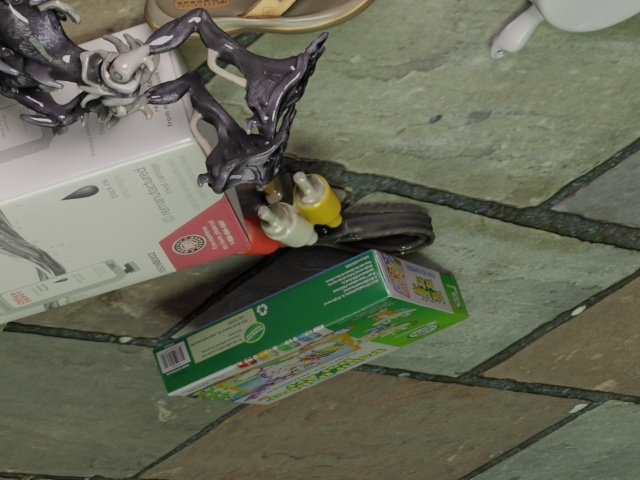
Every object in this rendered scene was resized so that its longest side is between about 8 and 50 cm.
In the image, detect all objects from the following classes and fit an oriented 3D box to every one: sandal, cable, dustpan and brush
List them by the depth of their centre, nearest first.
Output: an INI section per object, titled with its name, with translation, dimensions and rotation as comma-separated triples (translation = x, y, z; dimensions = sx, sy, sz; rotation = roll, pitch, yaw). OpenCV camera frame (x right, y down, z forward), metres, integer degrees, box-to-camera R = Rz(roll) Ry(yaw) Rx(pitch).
[sandal]
translation = -0.038, -0.184, 1.375
dimensions = 0.180, 0.072, 0.049
rotation = -8, 132, -8
[dustpan and brush]
translation = 0.196, -0.195, 1.506
dimensions = 0.147, 0.060, 0.211
rotation = 2, 143, -31
[cable]
translation = 0.000, 0.000, 1.751
dimensions = 0.139, 0.072, 0.287
rotation = -30, 152, 23

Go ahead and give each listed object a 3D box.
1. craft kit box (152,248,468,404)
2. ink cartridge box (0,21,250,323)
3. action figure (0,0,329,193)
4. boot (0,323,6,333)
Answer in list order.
[craft kit box]
translation = -0.005, 0.092, 1.914
dimensions = 0.250, 0.061, 0.246
rotation = -25, 167, 18
[ink cartridge box]
translation = -0.219, -0.038, 1.490
dimensions = 0.283, 0.117, 0.207
rotation = -18, 155, 3
[action figure]
translation = -0.139, -0.138, 1.289
dimensions = 0.276, 0.141, 0.164
rotation = 25, 137, 7
[boot]
translation = -0.385, 0.142, 1.637
dimensions = 0.262, 0.203, 0.095
rotation = -29, 113, 9
